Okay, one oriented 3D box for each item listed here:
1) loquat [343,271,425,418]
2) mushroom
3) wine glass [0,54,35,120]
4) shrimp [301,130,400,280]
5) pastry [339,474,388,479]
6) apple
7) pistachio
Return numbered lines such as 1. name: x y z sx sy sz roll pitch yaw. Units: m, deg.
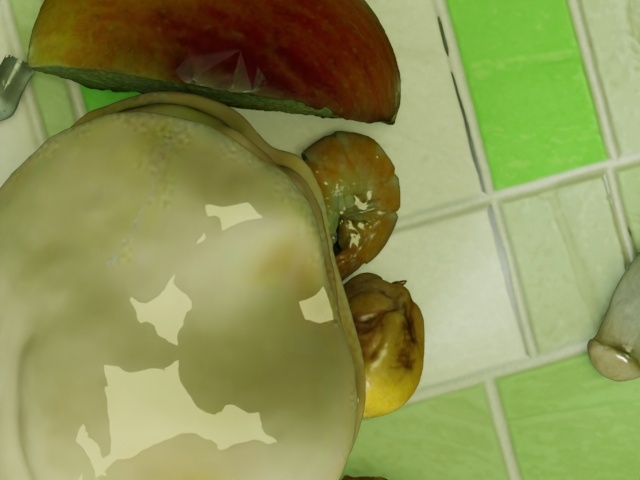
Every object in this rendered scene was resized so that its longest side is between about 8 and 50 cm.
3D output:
1. loquat: 0.043 0.096 1.446 0.113 0.137 0.137 18 88 9
2. mushroom: 0.366 0.031 1.511 0.270 0.103 0.118 -28 89 3
3. wine glass: -0.289 -0.127 1.437 0.039 0.042 0.083 35 83 -36
4. shrimp: 0.001 0.000 1.477 0.115 0.051 0.217 30 84 -10
5. pastry: 0.039 0.309 1.420 0.189 0.103 0.189 2 51 -3
6. apple: -0.080 -0.180 1.411 0.346 0.179 0.254 9 49 -9
7. pistachio: -0.138 0.101 1.328 0.365 0.281 0.445 14 101 10
